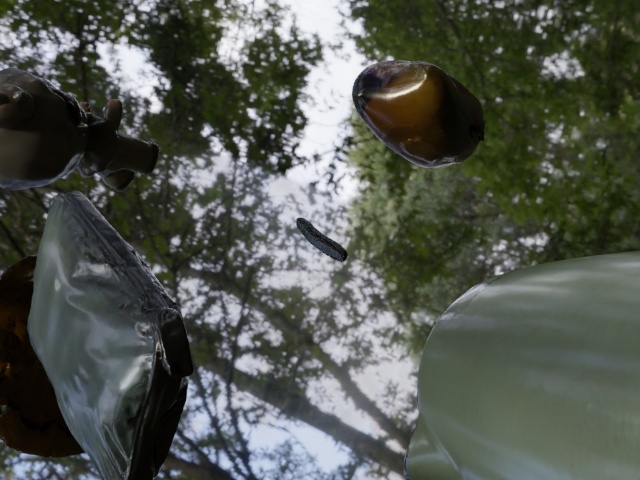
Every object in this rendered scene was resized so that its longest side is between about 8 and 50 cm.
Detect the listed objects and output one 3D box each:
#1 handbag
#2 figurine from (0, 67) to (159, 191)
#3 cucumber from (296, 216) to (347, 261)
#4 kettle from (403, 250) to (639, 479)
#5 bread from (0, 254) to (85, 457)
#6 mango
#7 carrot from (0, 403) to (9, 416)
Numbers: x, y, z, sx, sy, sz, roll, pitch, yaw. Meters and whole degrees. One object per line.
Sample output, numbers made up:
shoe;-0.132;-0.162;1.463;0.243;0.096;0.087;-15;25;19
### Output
handbag;-0.215;0.091;0.777;0.075;0.332;0.191;4;-66;-36
figurine;-0.477;-0.178;1.452;0.381;0.248;0.203;14;-102;-51
cucumber;0.000;0.000;1.570;0.033;0.184;0.036;10;-71;-41
kettle;0.180;0.072;0.399;0.240;0.255;0.165;-34;-85;-15
bread;-0.446;0.192;1.378;0.358;0.204;0.336;-3;-97;-50
mango;0.169;-0.212;1.327;0.153;0.201;0.287;-39;-32;20
carrot;-0.468;0.218;1.022;0.035;0.142;0.035;178;90;-83
